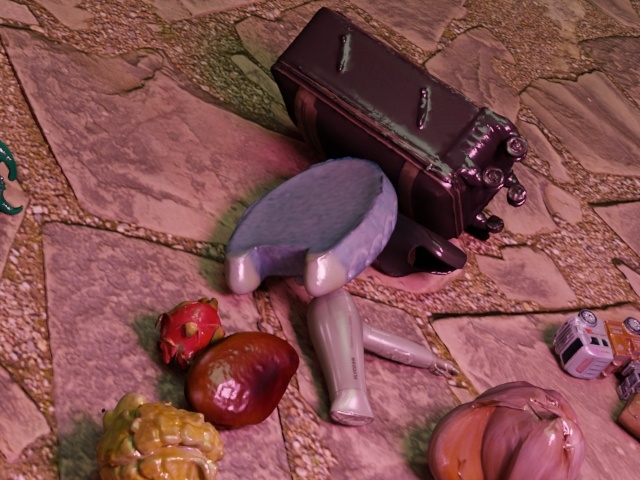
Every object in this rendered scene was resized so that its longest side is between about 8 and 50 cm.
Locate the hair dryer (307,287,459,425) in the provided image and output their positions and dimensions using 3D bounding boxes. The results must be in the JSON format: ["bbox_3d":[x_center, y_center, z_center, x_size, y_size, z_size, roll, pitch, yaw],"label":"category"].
[{"bbox_3d":[0.098,0.176,1.693,0.237,0.075,0.206,14,42,-28],"label":"hair dryer"}]

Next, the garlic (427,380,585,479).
[{"bbox_3d":[0.250,0.276,1.523,0.207,0.256,0.207,1,79,-6],"label":"garlic"}]

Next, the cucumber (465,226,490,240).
[{"bbox_3d":[0.229,-0.043,2.074,0.034,0.033,0.135,-38,63,-20],"label":"cucumber"}]

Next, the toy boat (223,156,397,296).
[{"bbox_3d":[0.000,0.000,1.795,0.215,0.123,0.330,-3,29,24],"label":"toy boat"}]

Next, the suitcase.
[{"bbox_3d":[0.121,-0.177,1.986,0.434,0.283,0.194,38,81,17],"label":"suitcase"}]

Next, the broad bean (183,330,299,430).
[{"bbox_3d":[-0.100,0.174,1.538,0.114,0.084,0.165,43,41,4],"label":"broad bean"}]

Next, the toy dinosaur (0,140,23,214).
[{"bbox_3d":[-0.446,-0.085,1.663,0.096,0.132,0.059,-18,32,19],"label":"toy dinosaur"}]

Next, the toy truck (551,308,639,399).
[{"bbox_3d":[0.447,0.178,1.873,0.178,0.080,0.115,11,46,-22],"label":"toy truck"}]

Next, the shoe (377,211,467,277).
[{"bbox_3d":[0.129,0.012,1.903,0.108,0.093,0.241,29,5,-36],"label":"shoe"}]

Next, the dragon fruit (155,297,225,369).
[{"bbox_3d":[-0.162,0.114,1.586,0.086,0.081,0.116,25,33,19],"label":"dragon fruit"}]

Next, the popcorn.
[{"bbox_3d":[-0.177,0.234,1.367,0.142,0.135,0.162,-7,53,-7],"label":"popcorn"}]

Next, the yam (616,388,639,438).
[{"bbox_3d":[0.560,0.326,1.751,0.317,0.071,0.067,38,0,20],"label":"yam"}]
